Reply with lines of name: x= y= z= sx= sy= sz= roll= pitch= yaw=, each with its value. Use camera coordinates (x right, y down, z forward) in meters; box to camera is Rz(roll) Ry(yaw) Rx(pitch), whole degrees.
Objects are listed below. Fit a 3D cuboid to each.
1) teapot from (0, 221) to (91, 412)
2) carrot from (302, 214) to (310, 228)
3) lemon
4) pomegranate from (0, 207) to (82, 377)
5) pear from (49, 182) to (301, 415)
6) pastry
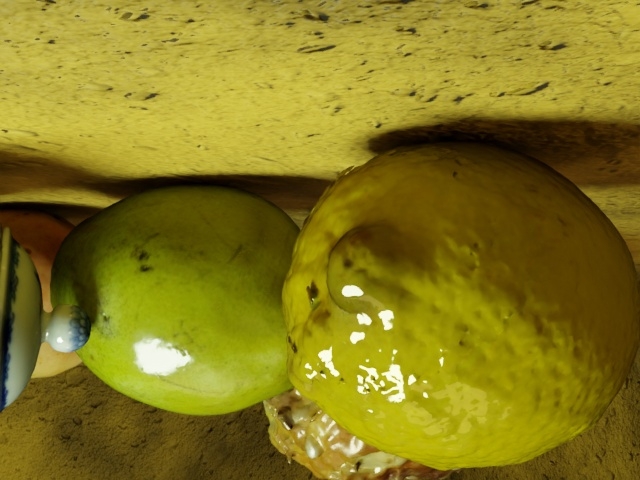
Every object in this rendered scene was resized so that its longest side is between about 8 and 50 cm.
teapot: x=-0.324 y=0.061 z=0.953 sx=0.280 sy=0.252 sz=0.424 roll=4 pitch=-155 yaw=-16
carrot: x=0.000 y=0.000 z=1.358 sx=0.043 sy=0.043 sz=0.248 roll=0 pitch=172 yaw=3
lemon: x=0.101 y=0.047 z=0.884 sx=0.245 sy=0.245 sz=0.320 roll=-5 pitch=165 yaw=36
pomegranate: x=-0.312 y=0.057 z=1.240 sx=0.191 sy=0.191 sz=0.191 roll=0 pitch=174 yaw=0
pear: x=-0.116 y=0.052 z=1.073 sx=0.269 sy=0.212 sz=0.212 roll=16 pitch=178 yaw=16
pastry: x=0.127 y=0.133 z=1.427 sx=0.337 sy=0.292 sz=0.405 roll=-27 pitch=159 yaw=32
